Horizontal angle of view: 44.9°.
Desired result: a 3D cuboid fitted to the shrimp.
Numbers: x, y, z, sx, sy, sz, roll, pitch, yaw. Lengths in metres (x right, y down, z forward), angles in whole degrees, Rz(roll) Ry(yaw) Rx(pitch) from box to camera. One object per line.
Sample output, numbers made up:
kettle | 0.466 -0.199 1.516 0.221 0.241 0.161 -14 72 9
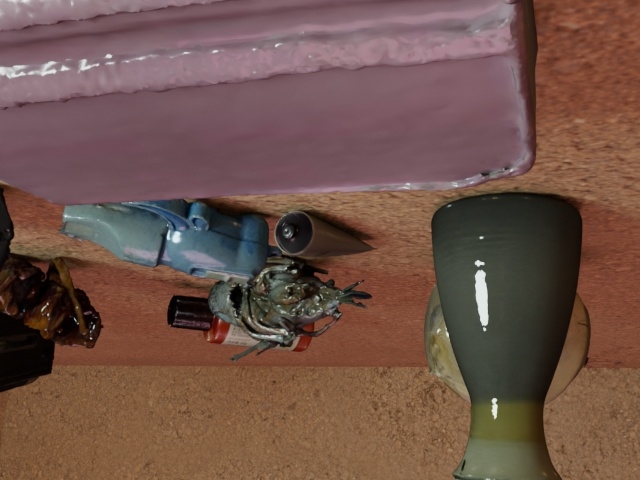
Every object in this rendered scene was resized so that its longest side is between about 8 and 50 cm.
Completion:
shrimp | -0.065 0.113 1.202 0.137 0.172 0.372 17 168 -27

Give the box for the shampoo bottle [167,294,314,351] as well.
shampoo bottle | -0.155 0.150 1.487 0.278 0.104 0.104 10 164 -25

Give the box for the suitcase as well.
suitcase | -0.652 0.177 1.354 0.283 0.194 0.434 4 179 7

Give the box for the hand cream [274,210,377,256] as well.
hand cream | 0.000 0.000 1.000 0.087 0.054 0.186 0 172 26

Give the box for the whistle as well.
whistle | -0.177 -0.006 0.946 0.269 0.093 0.180 13 157 -14

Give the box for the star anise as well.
star anise | -0.449 0.088 1.262 0.220 0.126 0.190 28 163 -3

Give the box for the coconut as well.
coconut | 0.250 0.129 1.112 0.230 0.227 0.227 10 164 -24

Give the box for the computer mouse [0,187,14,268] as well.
computer mouse | -0.464 -0.016 0.881 0.217 0.122 0.073 6 -171 -13

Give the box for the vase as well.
vase | 0.212 0.120 0.876 0.173 0.321 0.173 2 166 0

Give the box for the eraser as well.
eraser | -0.063 -0.110 0.440 0.359 0.122 0.272 -1 165 16
